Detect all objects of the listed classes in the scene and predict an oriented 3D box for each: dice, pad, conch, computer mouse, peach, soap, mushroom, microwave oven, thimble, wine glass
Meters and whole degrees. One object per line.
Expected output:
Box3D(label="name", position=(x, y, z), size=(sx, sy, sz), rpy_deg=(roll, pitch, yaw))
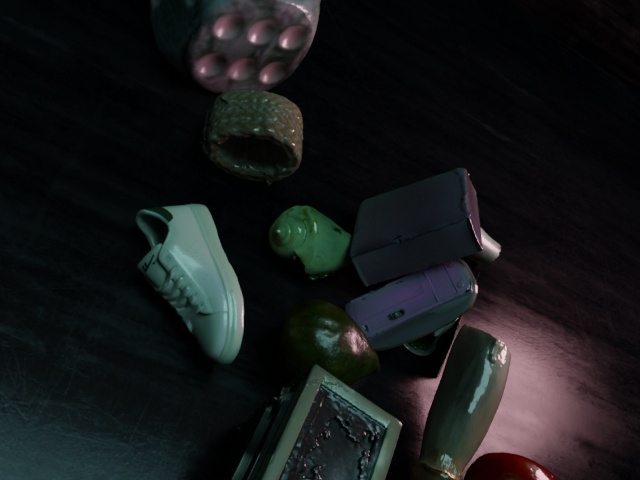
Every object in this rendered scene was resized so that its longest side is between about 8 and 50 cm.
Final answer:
Box3D(label="dice", position=(-0.218, -0.595, 1.736), size=(0.328, 0.330, 0.348), rpy_deg=(0, 61, -36))
Box3D(label="pad", position=(0.341, 0.205, 1.691), size=(0.004, 0.163, 0.243), rpy_deg=(22, 43, 13))
Box3D(label="conch", position=(-0.008, 0.016, 1.612), size=(0.251, 0.137, 0.143), rpy_deg=(36, 14, -37))
Box3D(label="computer mouse", position=(0.205, 0.144, 1.569), size=(0.071, 0.311, 0.158), rpy_deg=(57, 10, -47))
Box3D(label="peach", position=(0.415, 0.555, 1.455), size=(0.244, 0.199, 0.243), rpy_deg=(26, 37, -21))
Box3D(label="soap", position=(0.228, -0.042, 1.647), size=(0.107, 0.296, 0.285), rpy_deg=(63, 22, -26))
Box3D(label="mushroom", position=(0.313, 0.359, 1.490), size=(0.137, 0.154, 0.407), rpy_deg=(40, 59, -29))
Box3D(label="microwave oven", position=(-0.062, 0.426, 1.132), size=(0.219, 0.286, 0.354), rpy_deg=(36, 46, -8))
Box3D(label="thimble", position=(-0.154, -0.245, 1.620), size=(0.229, 0.196, 0.148), rpy_deg=(19, 51, -26))
Box3D(label="wine glass", position=(0.396, -0.014, 1.930), size=(0.222, 0.103, 0.103), rpy_deg=(34, 45, -15))

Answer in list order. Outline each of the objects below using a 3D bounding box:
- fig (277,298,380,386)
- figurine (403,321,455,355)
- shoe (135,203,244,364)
Box3D(label="fig", position=(0.026, 0.221, 1.417), size=(0.245, 0.195, 0.195), rpy_deg=(12, 52, -19))
Box3D(label="figurine", position=(0.265, 0.190, 1.642), size=(0.132, 0.153, 0.132), rpy_deg=(19, 49, -24))
Box3D(label="shoe", position=(-0.268, 0.076, 1.352), size=(0.160, 0.132, 0.362), rpy_deg=(2, 54, -36))
